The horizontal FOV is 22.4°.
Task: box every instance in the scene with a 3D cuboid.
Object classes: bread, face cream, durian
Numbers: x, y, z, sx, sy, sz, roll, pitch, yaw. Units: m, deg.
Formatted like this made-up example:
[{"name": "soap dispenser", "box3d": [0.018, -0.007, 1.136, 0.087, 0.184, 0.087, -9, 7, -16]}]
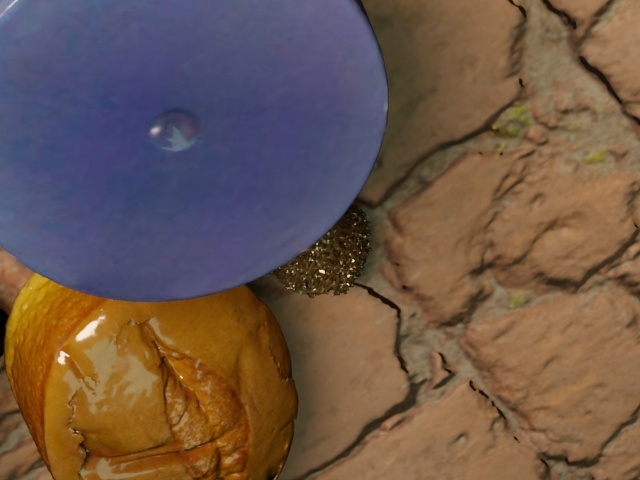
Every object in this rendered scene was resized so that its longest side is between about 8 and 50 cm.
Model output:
[{"name": "bread", "box3d": [-0.121, 0.113, 1.187, 0.195, 0.143, 0.269, -31, 138, -19]}, {"name": "face cream", "box3d": [-0.104, -0.123, 0.972, 0.249, 0.225, 0.249, -8, 127, -11]}, {"name": "durian", "box3d": [0.000, 0.000, 1.208, 0.080, 0.080, 0.091, 11, 106, -26]}]

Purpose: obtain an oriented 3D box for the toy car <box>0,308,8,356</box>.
[{"name": "toy car", "box3d": [-0.340, 0.128, 1.133, 0.198, 0.204, 0.247, 17, 124, -3]}]
